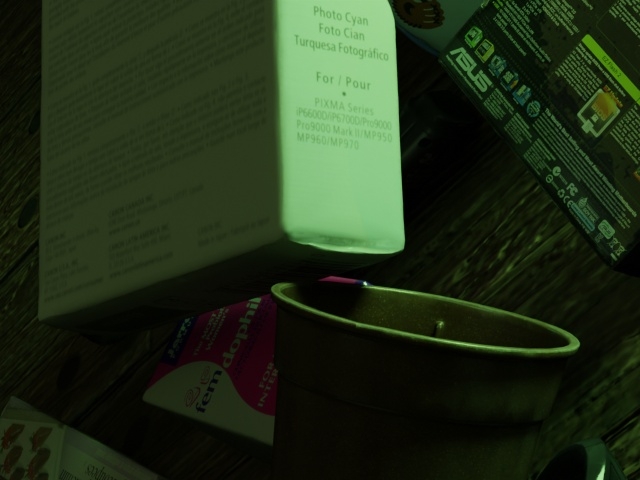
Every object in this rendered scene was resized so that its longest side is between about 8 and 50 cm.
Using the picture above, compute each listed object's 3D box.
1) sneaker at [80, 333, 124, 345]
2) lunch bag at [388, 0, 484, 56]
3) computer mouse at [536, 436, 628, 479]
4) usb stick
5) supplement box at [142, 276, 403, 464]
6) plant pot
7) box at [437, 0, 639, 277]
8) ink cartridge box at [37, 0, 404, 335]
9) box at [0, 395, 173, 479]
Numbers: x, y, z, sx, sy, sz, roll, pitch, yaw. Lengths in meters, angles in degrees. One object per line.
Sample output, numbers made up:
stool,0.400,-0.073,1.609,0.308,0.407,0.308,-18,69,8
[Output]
sneaker,-0.153,-0.001,1.562,0.178,0.072,0.077,-49,18,9
lunch bag,0.076,-0.264,1.173,0.243,0.303,0.115,-20,31,53
computer mouse,0.103,0.238,0.915,0.184,0.060,0.262,125,165,-56
usb stick,0.000,0.000,1.297,0.278,0.077,0.045,-46,69,24
supplement box,-0.006,0.089,1.174,0.220,0.114,0.111,5,68,62
plant pot,0.043,0.118,0.994,0.167,0.167,0.165,21,104,63
box,0.180,-0.108,1.048,0.184,0.045,0.191,-48,55,18
ink cartridge box,-0.074,-0.151,1.175,0.308,0.091,0.385,-19,68,54
box,-0.175,0.186,1.415,0.324,0.067,0.063,11,73,63
